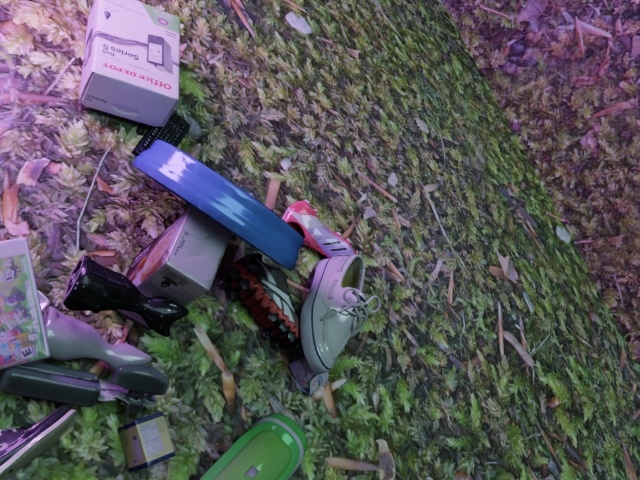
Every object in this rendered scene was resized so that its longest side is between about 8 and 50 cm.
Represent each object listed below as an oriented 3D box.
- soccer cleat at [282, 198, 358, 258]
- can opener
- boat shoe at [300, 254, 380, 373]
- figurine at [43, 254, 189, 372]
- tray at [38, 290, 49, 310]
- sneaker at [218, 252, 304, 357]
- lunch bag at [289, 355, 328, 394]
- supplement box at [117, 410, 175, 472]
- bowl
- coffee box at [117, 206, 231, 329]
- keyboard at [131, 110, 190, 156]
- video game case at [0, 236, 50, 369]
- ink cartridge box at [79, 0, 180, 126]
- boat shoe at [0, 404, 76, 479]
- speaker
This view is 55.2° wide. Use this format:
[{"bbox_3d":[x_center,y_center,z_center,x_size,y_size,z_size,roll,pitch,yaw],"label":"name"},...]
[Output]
[{"bbox_3d":[0.000,0.000,1.621,0.248,0.083,0.095,46,67,-14],"label":"soccer cleat"},{"bbox_3d":[-0.416,0.248,1.091,0.280,0.074,0.093,17,95,-31],"label":"can opener"},{"bbox_3d":[0.062,0.157,1.460,0.135,0.157,0.367,61,25,-25],"label":"boat shoe"},{"bbox_3d":[-0.380,0.157,1.109,0.209,0.215,0.092,29,23,-27],"label":"figurine"},{"bbox_3d":[-0.622,0.072,1.053,0.270,0.030,0.145,43,44,-13],"label":"tray"},{"bbox_3d":[-0.107,0.140,1.418,0.276,0.098,0.135,50,46,-5],"label":"sneaker"},{"bbox_3d":[-0.020,0.308,1.431,0.071,0.053,0.083,-22,90,-46],"label":"lunch bag"},{"bbox_3d":[-0.317,0.365,1.111,0.056,0.083,0.083,-9,73,-44],"label":"supplement box"},{"bbox_3d":[-0.202,-0.073,1.274,0.391,0.391,0.077,36,85,-20],"label":"bowl"},{"bbox_3d":[-0.293,0.060,1.192,0.098,0.246,0.141,36,48,-23],"label":"coffee box"},{"bbox_3d":[-0.386,-0.254,1.458,0.108,0.023,0.180,37,46,-19],"label":"keyboard"},{"bbox_3d":[-0.564,0.113,1.000,0.193,0.023,0.212,-12,79,-22],"label":"video game case"},{"bbox_3d":[-0.439,-0.425,1.429,0.198,0.115,0.272,12,56,-32],"label":"ink cartridge box"},{"bbox_3d":[-0.497,0.329,0.978,0.079,0.084,0.233,42,39,10],"label":"boat shoe"},{"bbox_3d":[-0.150,0.465,1.171,0.131,0.131,0.296,54,43,-3],"label":"speaker"}]
